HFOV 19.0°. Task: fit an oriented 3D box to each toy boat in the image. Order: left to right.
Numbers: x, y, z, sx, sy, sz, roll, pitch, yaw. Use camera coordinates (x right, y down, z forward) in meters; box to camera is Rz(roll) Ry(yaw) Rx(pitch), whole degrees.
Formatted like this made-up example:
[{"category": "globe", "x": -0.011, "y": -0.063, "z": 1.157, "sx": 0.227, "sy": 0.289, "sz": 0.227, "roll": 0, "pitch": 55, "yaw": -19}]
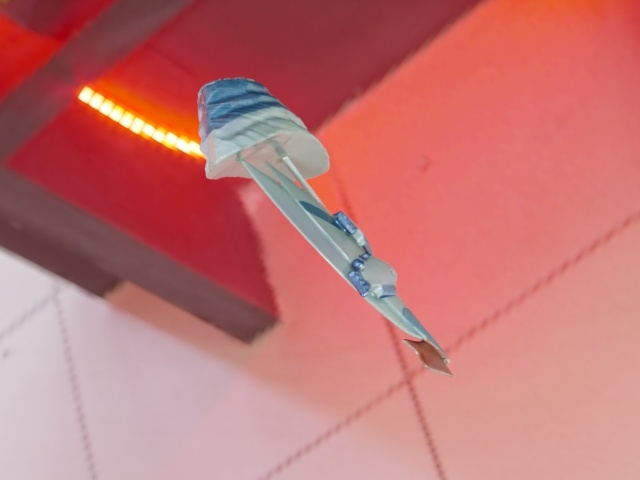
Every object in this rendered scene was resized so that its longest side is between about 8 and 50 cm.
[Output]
[{"category": "toy boat", "x": -0.008, "y": -0.007, "z": 0.750, "sx": 0.034, "sy": 0.105, "sz": 0.149, "roll": -38, "pitch": 54, "yaw": 18}]
